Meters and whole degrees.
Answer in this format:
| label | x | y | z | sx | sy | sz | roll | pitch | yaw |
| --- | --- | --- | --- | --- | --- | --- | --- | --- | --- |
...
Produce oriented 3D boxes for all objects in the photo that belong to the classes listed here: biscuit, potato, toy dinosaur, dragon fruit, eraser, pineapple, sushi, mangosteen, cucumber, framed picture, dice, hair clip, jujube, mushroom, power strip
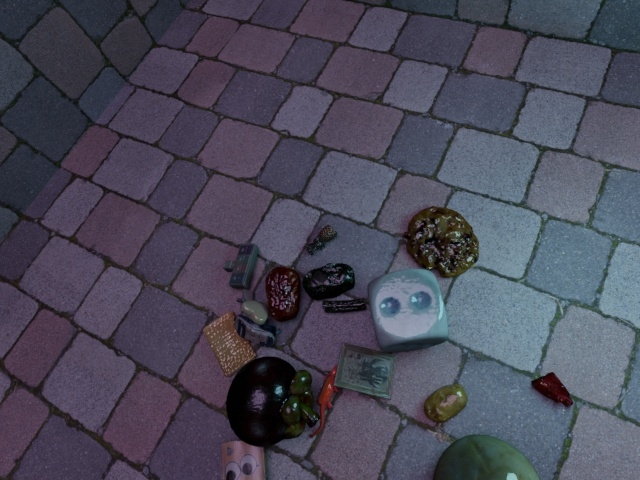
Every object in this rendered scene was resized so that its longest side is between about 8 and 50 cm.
| label | x | y | z | sx | sy | sz | roll | pitch | yaw |
| --- | --- | --- | --- | --- | --- | --- | --- | --- | --- |
| biscuit | 0.517 | -0.003 | 1.769 | 0.289 | 0.081 | 0.334 | -28 | 63 | -3 |
| potato | 0.459 | 0.598 | 1.517 | 0.171 | 0.080 | 0.107 | -27 | 76 | -3 |
| toy dinosaur | 0.007 | 0.609 | 1.569 | 0.070 | 0.139 | 0.286 | 18 | 72 | 19 |
| dragon fruit | 0.837 | 0.538 | 1.474 | 0.097 | 0.063 | 0.131 | -31 | 64 | -3 |
| eraser | -0.273 | 0.894 | 1.530 | 0.171 | 0.087 | 0.290 | -12 | 64 | 7 |
| pineapple | 0.000 | 0.000 | 1.880 | 0.159 | 0.074 | 0.074 | -44 | 65 | 0 |
| sushi | 0.037 | 0.174 | 1.761 | 0.225 | 0.127 | 0.124 | -16 | 65 | 2 |
| mangosteen | -0.188 | 0.588 | 1.522 | 0.330 | 0.330 | 0.330 | -4 | 66 | 10 |
| cucumber | 0.102 | 0.276 | 1.744 | 0.187 | 0.058 | 0.058 | -4 | 66 | 8 |
| framed picture | 0.178 | 0.508 | 1.611 | 0.231 | 0.010 | 0.173 | 14 | 68 | -3 |
| dice | 0.329 | 0.272 | 1.580 | 0.263 | 0.268 | 0.264 | -11 | 66 | 6 |
| hair clip | -0.280 | 0.286 | 1.771 | 0.218 | 0.159 | 0.071 | 44 | 114 | 51 |
| jujube | -0.157 | 0.227 | 1.766 | 0.155 | 0.155 | 0.230 | -10 | 67 | 7 |
| mushroom | 0.527 | 0.800 | 1.309 | 0.352 | 0.260 | 0.352 | -29 | 20 | 12 |
| power strip | -0.373 | 0.119 | 1.904 | 0.145 | 0.061 | 0.215 | -2 | 58 | 23 |
| biscuit | -0.393 | 0.443 | 1.782 | 0.160 | 0.030 | 0.249 | -34 | 64 | -6 |

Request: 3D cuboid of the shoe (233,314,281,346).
| label | x | y | z | sx | sy | sz | roll | pitch | yaw |
| --- | --- | --- | --- | --- | --- | --- | --- | --- | --- |
| shoe | -0.274 | 0.372 | 1.760 | 0.207 | 0.091 | 0.106 | 21 | 33 | 11 |
